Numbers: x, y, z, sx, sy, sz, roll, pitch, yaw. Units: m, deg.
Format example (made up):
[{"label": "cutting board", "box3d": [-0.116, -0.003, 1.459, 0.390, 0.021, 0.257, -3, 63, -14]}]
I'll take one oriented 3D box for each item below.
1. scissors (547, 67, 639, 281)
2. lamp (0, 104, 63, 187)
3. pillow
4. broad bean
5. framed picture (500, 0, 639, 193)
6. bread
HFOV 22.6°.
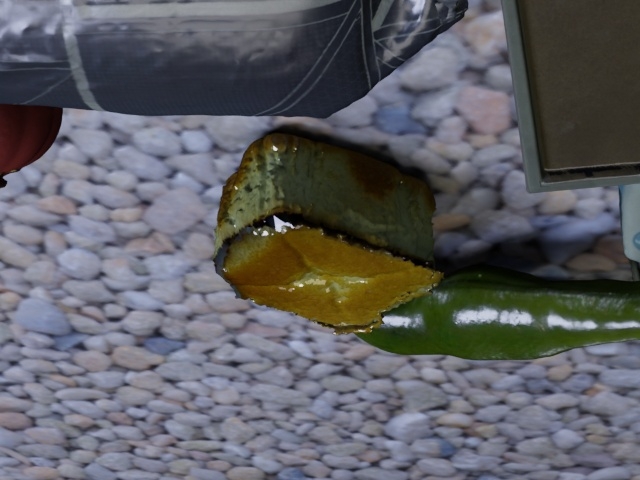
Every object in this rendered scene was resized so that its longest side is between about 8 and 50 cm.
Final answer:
[{"label": "scissors", "box3d": [0.202, -0.020, 0.958, 0.138, 0.041, 0.289, -8, 145, 9]}, {"label": "lamp", "box3d": [-0.196, -0.072, 0.904, 0.101, 0.090, 0.101, -5, -175, 0]}, {"label": "pillow", "box3d": [-0.094, -0.130, 0.793, 0.335, 0.093, 0.161, 4, 139, 3]}, {"label": "broad bean", "box3d": [0.142, 0.055, 1.029, 0.318, 0.056, 0.098, 6, 149, 24]}, {"label": "framed picture", "box3d": [0.219, -0.101, 0.815, 0.250, 0.016, 0.184, -6, 136, 12]}, {"label": "bread", "box3d": [0.000, 0.000, 1.000, 0.140, 0.069, 0.128, 18, 146, -20]}]
